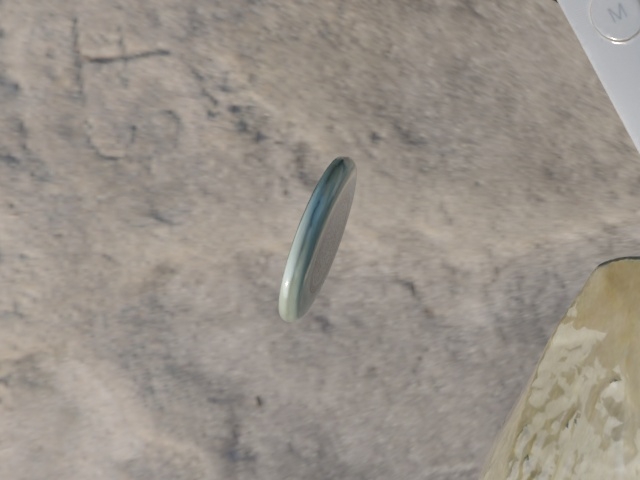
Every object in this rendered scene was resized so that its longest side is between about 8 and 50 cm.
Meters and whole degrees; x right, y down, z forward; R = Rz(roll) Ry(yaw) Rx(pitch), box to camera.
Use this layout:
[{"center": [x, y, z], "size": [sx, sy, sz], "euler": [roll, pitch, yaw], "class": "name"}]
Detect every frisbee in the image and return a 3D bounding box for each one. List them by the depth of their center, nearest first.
[{"center": [0.000, 0.000, 0.957], "size": [0.014, 0.110, 0.110], "euler": [19, 97, 9], "class": "frisbee"}]

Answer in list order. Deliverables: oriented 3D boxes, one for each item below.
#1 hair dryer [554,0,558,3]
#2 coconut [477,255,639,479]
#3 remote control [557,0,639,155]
[{"center": [0.165, -0.201, 1.067], "size": [0.255, 0.070, 0.128], "euler": [32, 83, 3], "class": "hair dryer"}, {"center": [0.294, 0.170, 1.024], "size": [0.415, 0.344, 0.415], "euler": [-5, 103, -21], "class": "coconut"}, {"center": [0.144, -0.084, 0.617], "size": [0.077, 0.022, 0.245], "euler": [-24, 98, 40], "class": "remote control"}]
